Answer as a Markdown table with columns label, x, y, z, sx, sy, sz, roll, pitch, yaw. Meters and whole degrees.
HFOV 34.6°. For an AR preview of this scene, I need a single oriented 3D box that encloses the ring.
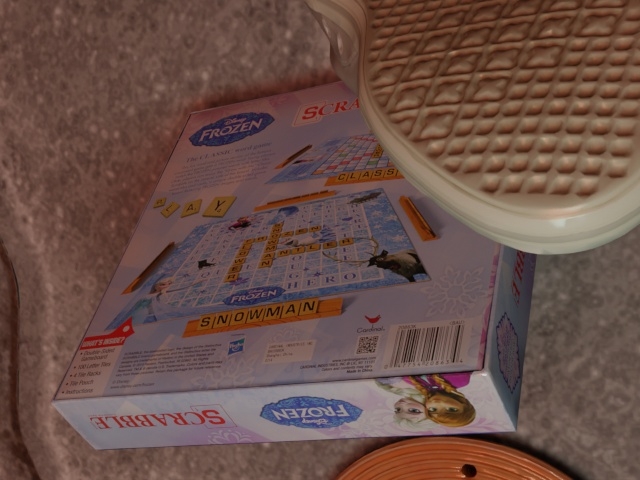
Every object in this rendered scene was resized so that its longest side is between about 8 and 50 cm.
| label | x | y | z | sx | sy | sz | roll | pitch | yaw |
| --- | --- | --- | --- | --- | --- | --- | --- | --- | --- |
| ring | 0.142 | 0.331 | 0.947 | 0.337 | 0.032 | 0.336 | 8 | 109 | 22 |

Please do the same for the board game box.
| label | x | y | z | sx | sy | sz | roll | pitch | yaw |
| --- | --- | --- | --- | --- | --- | --- | --- | --- | --- |
| board game box | 0.000 | 0.000 | 0.758 | 0.319 | 0.318 | 0.066 | -7 | 134 | 27 |

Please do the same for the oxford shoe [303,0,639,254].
| label | x | y | z | sx | sy | sz | roll | pitch | yaw |
| --- | --- | --- | --- | --- | --- | --- | --- | --- | --- |
| oxford shoe | 0.094 | -0.112 | 0.656 | 0.169 | 0.449 | 0.130 | -27 | 123 | -1 |
